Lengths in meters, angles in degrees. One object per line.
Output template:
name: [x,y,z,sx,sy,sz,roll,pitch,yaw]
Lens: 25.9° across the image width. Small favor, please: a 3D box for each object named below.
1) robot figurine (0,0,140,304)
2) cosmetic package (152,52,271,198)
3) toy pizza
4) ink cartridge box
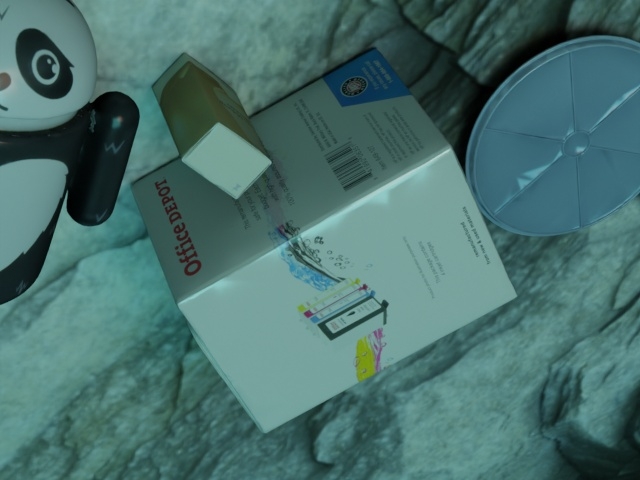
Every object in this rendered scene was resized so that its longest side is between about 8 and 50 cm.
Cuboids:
robot figurine: [-0.254,-0.061,0.957,0.209,0.173,0.278,-33,150,-59]
cosmetic package: [-0.083,-0.087,1.044,0.041,0.115,0.060,-45,127,13]
toy pizza: [0.216,-0.091,1.210,0.201,0.032,0.201,-11,128,-14]
ink cartridge box: [0.000,0.000,1.102,0.233,0.171,0.168,-29,129,1]
